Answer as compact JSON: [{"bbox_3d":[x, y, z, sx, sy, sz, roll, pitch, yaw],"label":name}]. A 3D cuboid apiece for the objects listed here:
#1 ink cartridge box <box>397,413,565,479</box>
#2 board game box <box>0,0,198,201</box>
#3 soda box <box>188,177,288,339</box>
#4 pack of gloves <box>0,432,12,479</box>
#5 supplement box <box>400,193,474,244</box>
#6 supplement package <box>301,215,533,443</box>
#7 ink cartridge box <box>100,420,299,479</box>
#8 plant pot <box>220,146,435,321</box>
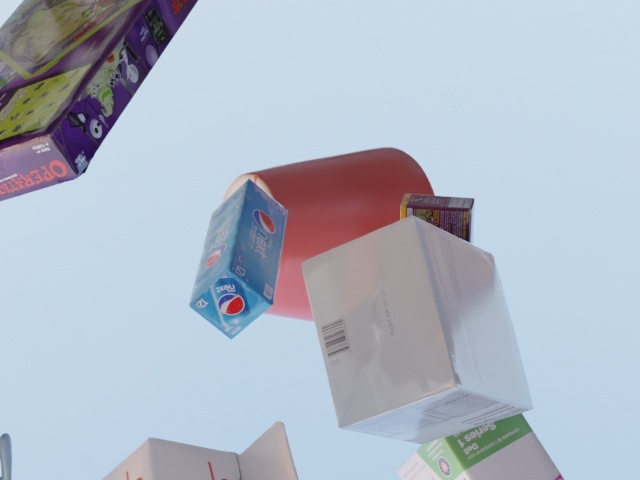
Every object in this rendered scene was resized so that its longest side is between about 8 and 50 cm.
[{"bbox_3d":[0.238,0.361,1.951,0.117,0.201,0.278,-25,-106,-23],"label":"ink cartridge box"},{"bbox_3d":[-0.225,-0.142,1.283,0.208,0.056,0.347,-10,-147,27],"label":"board game box"},{"bbox_3d":[-0.091,0.018,1.757,0.071,0.067,0.210,-41,-161,24],"label":"soda box"},{"bbox_3d":[-0.291,0.253,1.385,0.046,0.232,0.195,-20,180,3],"label":"pack of gloves"},{"bbox_3d":[0.135,-0.021,1.775,0.083,0.055,0.043,5,-157,10],"label":"supplement box"},{"bbox_3d":[0.107,0.105,1.678,0.149,0.194,0.203,-22,158,25],"label":"supplement package"},{"bbox_3d":[-0.163,0.332,1.482,0.119,0.353,0.207,17,-137,-39],"label":"ink cartridge box"},{"bbox_3d":[0.000,0.000,2.186,0.243,0.275,0.275,-2,-160,-30],"label":"plant pot"}]
